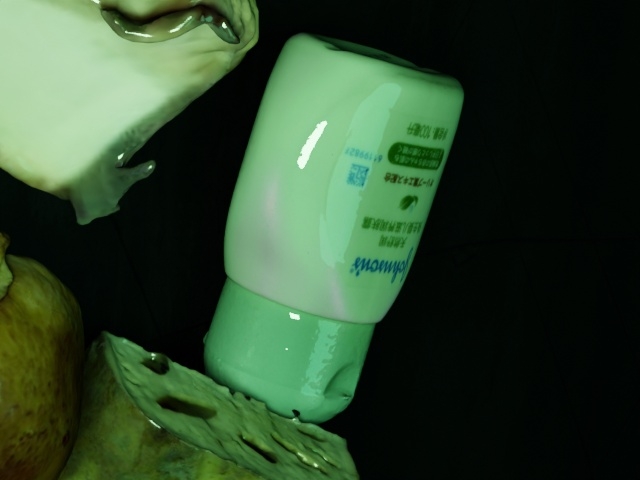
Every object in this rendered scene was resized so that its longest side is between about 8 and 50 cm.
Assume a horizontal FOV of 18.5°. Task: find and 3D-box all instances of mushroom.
[{"bbox_3d":[-0.278,0.100,1.411,0.263,0.195,0.283,-28,131,-34],"label":"mushroom"},{"bbox_3d":[-0.183,-0.270,1.330,0.313,0.224,0.397,36,40,-27],"label":"mushroom"}]

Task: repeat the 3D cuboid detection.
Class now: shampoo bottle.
[{"bbox_3d":[0.000,0.000,1.755,0.222,0.151,0.349,4,108,-58],"label":"shampoo bottle"}]

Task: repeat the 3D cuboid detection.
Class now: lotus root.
[{"bbox_3d":[-0.139,0.250,1.659,0.267,0.149,0.260,28,110,-28],"label":"lotus root"}]
